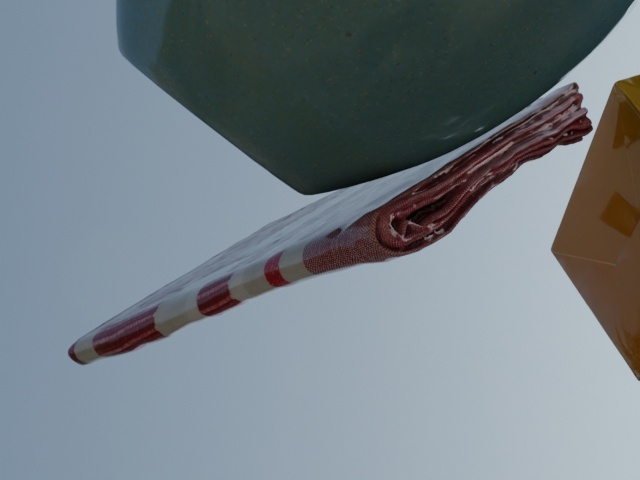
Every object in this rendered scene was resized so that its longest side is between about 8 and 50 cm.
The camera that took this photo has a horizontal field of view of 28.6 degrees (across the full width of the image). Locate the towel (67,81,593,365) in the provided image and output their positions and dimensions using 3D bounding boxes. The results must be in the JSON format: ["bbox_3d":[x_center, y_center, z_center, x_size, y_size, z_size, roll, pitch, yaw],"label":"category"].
[{"bbox_3d":[0.000,0.000,0.843,0.237,0.329,0.037,-32,-84,-43],"label":"towel"}]

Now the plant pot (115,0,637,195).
[{"bbox_3d":[-0.001,-0.141,0.702,0.290,0.290,0.195,38,-88,-7],"label":"plant pot"}]

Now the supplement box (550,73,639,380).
[{"bbox_3d":[0.297,-0.029,0.887,0.194,0.191,0.129,-18,-123,-18],"label":"supplement box"}]
